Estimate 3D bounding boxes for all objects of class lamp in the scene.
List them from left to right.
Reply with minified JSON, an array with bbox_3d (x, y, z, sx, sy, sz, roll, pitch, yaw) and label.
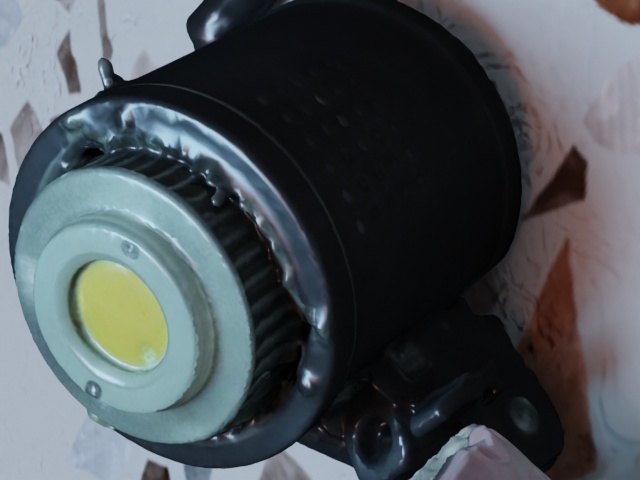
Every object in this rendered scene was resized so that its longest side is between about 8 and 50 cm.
[{"bbox_3d":[-0.036,-0.018,0.979,0.205,0.272,0.374,-42,66,39],"label":"lamp"}]

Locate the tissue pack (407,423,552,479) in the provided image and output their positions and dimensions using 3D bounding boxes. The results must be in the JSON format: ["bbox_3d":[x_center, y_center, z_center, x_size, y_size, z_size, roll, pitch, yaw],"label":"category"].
[{"bbox_3d":[0.108,0.246,0.907,0.271,0.124,0.201,42,126,-2],"label":"tissue pack"}]
